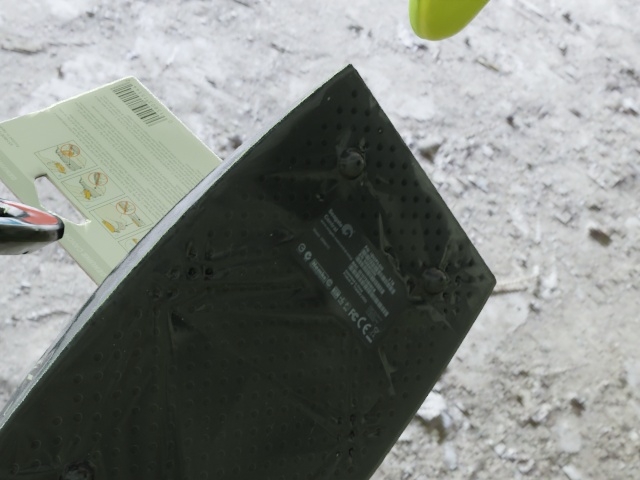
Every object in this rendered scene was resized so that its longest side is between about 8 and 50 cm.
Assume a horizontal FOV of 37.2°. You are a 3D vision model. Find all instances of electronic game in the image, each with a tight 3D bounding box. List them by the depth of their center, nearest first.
[{"bbox_3d":[-0.346,-0.029,0.852,0.229,0.048,0.229,12,5,-1],"label":"electronic game"}]

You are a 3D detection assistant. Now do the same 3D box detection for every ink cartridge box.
[{"bbox_3d":[-0.247,-0.062,1.169,0.261,0.066,0.296,-29,63,-39],"label":"ink cartridge box"}]

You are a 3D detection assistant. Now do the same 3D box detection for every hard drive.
[{"bbox_3d":[-0.032,0.057,0.453,0.254,0.054,0.172,-50,120,-21],"label":"hard drive"}]

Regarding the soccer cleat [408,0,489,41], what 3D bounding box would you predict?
[{"bbox_3d":[0.163,-0.257,0.672,0.121,0.093,0.289,31,81,20],"label":"soccer cleat"}]
